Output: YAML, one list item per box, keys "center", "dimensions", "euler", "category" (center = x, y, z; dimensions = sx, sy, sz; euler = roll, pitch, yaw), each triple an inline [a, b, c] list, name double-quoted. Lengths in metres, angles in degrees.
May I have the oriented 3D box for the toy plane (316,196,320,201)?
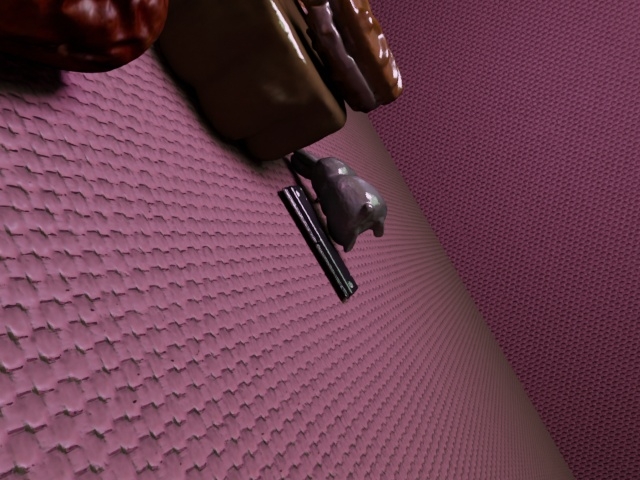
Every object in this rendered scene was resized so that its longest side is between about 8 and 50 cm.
- center: [0.029, -0.111, 1.233]
  dimensions: [0.130, 0.061, 0.189]
  euler: [59, 16, -4]
  category: "toy plane"

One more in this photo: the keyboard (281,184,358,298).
- center: [0.000, 0.000, 1.019]
  dimensions: [0.230, 0.025, 0.093]
  euler: [60, 14, 1]
  category: "keyboard"

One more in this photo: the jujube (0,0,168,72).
- center: [-0.249, -0.251, 0.433]
  dimensions: [0.223, 0.223, 0.318]
  euler: [63, 9, 12]
  category: "jujube"

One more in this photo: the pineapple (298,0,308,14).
- center: [-0.152, -0.612, 1.428]
  dimensions: [0.286, 0.344, 0.209]
  euler: [23, 62, -15]
  category: "pineapple"

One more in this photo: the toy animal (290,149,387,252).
- center: [0.033, -0.108, 1.099]
  dimensions: [0.125, 0.127, 0.251]
  euler: [1, 47, -46]
  category: "toy animal"

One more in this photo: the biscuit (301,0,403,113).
- center: [0.051, -0.367, 1.004]
  dimensions: [0.268, 0.115, 0.366]
  euler: [56, 17, -32]
  category: "biscuit"

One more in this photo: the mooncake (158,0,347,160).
- center: [-0.113, -0.318, 0.964]
  dimensions: [0.378, 0.200, 0.378]
  euler: [56, 17, -27]
  category: "mooncake"
